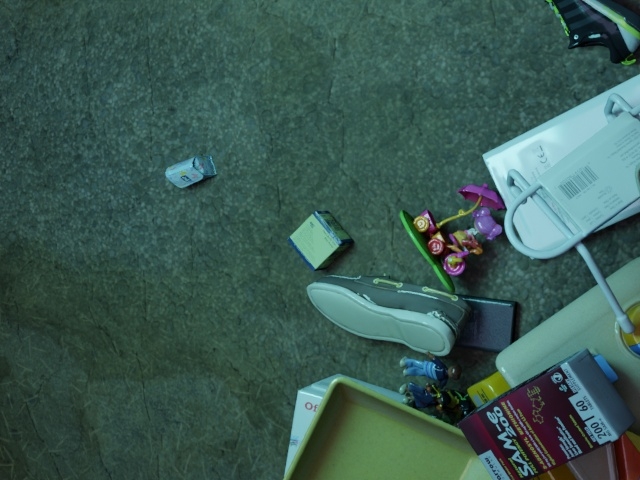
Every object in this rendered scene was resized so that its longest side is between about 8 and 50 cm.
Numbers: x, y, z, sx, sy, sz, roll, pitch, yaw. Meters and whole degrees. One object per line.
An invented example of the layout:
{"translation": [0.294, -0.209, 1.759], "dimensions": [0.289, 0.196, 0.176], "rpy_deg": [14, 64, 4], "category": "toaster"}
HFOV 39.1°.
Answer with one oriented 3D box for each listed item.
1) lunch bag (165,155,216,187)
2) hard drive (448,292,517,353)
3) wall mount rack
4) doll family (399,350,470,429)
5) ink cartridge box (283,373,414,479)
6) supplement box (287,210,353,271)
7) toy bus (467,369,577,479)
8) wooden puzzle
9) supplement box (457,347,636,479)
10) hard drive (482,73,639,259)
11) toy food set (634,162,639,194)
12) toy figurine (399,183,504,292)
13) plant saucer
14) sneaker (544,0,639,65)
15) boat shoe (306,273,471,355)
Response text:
{"translation": [-0.263, -0.139, 1.817], "dimensions": [0.071, 0.083, 0.053], "rpy_deg": [-19, 84, 24], "category": "lunch bag"}
{"translation": [0.280, 0.148, 1.608], "dimensions": [0.135, 0.022, 0.094], "rpy_deg": [6, 95, 25], "category": "hard drive"}
{"translation": [0.463, -0.047, 1.377], "dimensions": [0.350, 0.130, 0.304], "rpy_deg": [-37, 72, -1], "category": "wall mount rack"}
{"translation": [0.211, 0.275, 1.596], "dimensions": [0.111, 0.193, 0.076], "rpy_deg": [6, 52, 40], "category": "doll family"}
{"translation": [0.050, 0.387, 1.649], "dimensions": [0.171, 0.168, 0.232], "rpy_deg": [14, 99, 24], "category": "ink cartridge box"}
{"translation": [0.000, 0.000, 1.714], "dimensions": [0.083, 0.056, 0.083], "rpy_deg": [-45, 74, 21], "category": "supplement box"}
{"translation": [0.388, 0.357, 1.498], "dimensions": [0.108, 0.130, 0.332], "rpy_deg": [-28, 78, -21], "category": "toy bus"}
{"translation": [0.501, 0.235, 1.407], "dimensions": [0.322, 0.080, 0.347], "rpy_deg": [-34, 75, -4], "category": "wooden puzzle"}
{"translation": [0.336, 0.275, 1.365], "dimensions": [0.239, 0.073, 0.130], "rpy_deg": [-43, 75, 42], "category": "supplement box"}
{"translation": [0.451, -0.122, 1.502], "dimensions": [0.308, 0.040, 0.203], "rpy_deg": [-27, 81, 24], "category": "hard drive"}
{"translation": [0.606, -0.026, 1.307], "dimensions": [0.220, 0.092, 0.306], "rpy_deg": [-26, 109, -5], "category": "toy food set"}
{"translation": [0.250, -0.022, 1.564], "dimensions": [0.159, 0.130, 0.173], "rpy_deg": [-34, 72, 14], "category": "toy figurine"}
{"translation": [0.100, 0.424, 1.505], "dimensions": [0.333, 0.081, 0.332], "rpy_deg": [25, 96, -6], "category": "plant saucer"}
{"translation": [0.421, -0.365, 1.479], "dimensions": [0.235, 0.084, 0.097], "rpy_deg": [36, 108, 20], "category": "sneaker"}
{"translation": [0.120, 0.116, 1.639], "dimensions": [0.324, 0.096, 0.116], "rpy_deg": [13, 140, 40], "category": "boat shoe"}
